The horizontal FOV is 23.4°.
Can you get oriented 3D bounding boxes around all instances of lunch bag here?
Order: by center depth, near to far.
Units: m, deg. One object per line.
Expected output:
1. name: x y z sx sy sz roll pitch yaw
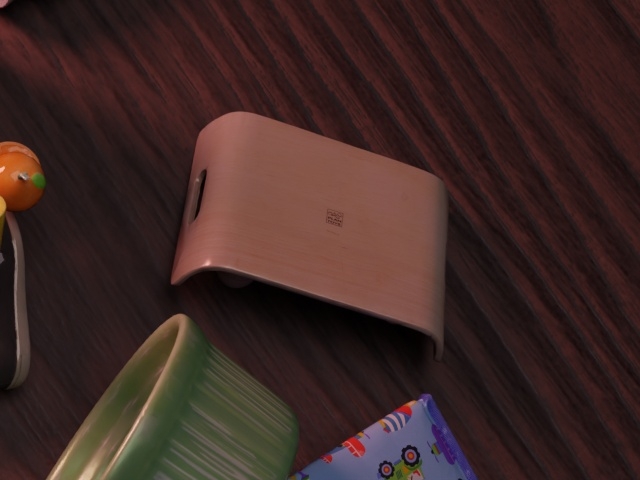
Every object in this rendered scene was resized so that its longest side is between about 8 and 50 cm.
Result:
1. lunch bag: 0.078 0.340 1.530 0.221 0.138 0.293 -29 82 -29

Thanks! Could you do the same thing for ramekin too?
1. ramekin: -0.151 0.232 1.406 0.148 0.303 0.303 35 59 -11

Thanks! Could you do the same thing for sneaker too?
1. sneaker: -0.358 0.038 1.519 0.118 0.083 0.222 4 64 -43

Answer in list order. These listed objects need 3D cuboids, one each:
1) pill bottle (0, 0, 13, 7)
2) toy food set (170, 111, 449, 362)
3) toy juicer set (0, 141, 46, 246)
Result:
1. pill bottle: -0.307 -0.343 1.721 0.108 0.108 0.193 43 60 3
2. toy food set: 0.000 0.000 1.695 0.306 0.092 0.220 18 50 -13
3. toy juicer set: -0.423 -0.083 1.505 0.329 0.090 0.209 14 34 13
